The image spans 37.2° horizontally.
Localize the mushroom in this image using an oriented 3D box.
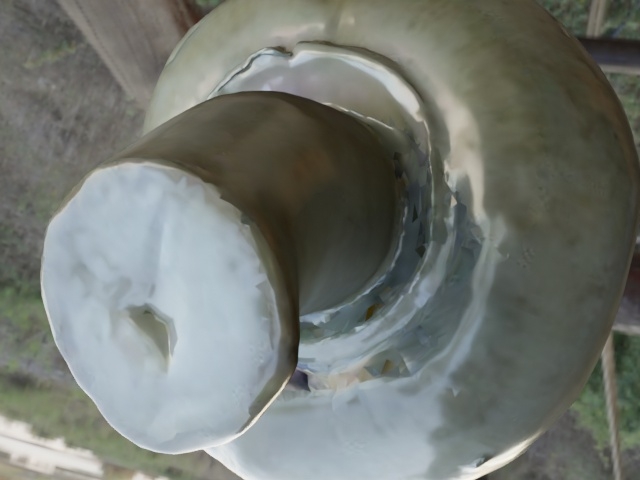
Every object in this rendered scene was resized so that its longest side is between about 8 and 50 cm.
[{"bbox_3d":[0.024,0.011,0.520,0.315,0.356,0.315,-2,128,-2],"label":"mushroom"}]
